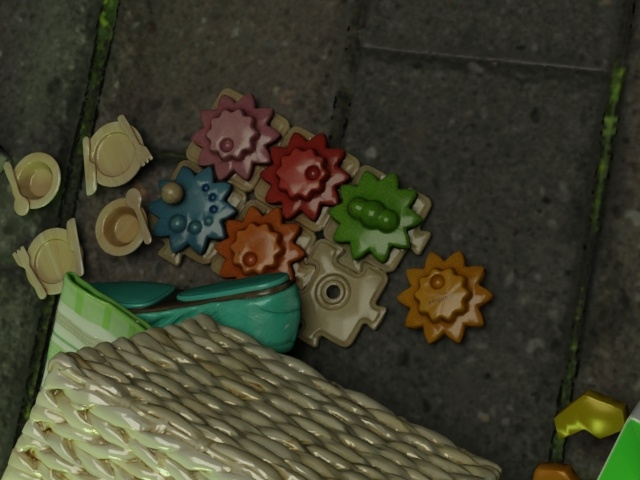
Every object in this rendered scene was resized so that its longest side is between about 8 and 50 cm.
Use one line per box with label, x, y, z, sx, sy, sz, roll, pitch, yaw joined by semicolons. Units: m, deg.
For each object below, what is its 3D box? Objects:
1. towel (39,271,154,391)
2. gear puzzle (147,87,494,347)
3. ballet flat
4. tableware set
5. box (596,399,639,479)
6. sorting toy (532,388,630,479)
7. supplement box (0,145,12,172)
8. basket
towel;-0.203;0.114;1.759;0.113;0.023;0.152;31;130;19
gear puzzle;0.000;0.000;1.763;0.339;0.044;0.175;30;88;19
ballet flat;-0.130;0.079;1.761;0.247;0.083;0.087;-3;101;26
tableware set;-0.226;-0.032;1.837;0.169;0.020;0.141;-23;71;20
box;0.258;0.226;1.484;0.127;0.231;0.262;27;113;14
sorting toy;0.336;0.189;1.594;0.307;0.041;0.229;18;110;19
supplement box;-0.414;-0.149;1.867;0.073;0.130;0.239;-44;72;4
basket;-0.068;0.255;1.549;0.331;0.328;0.266;28;103;16
